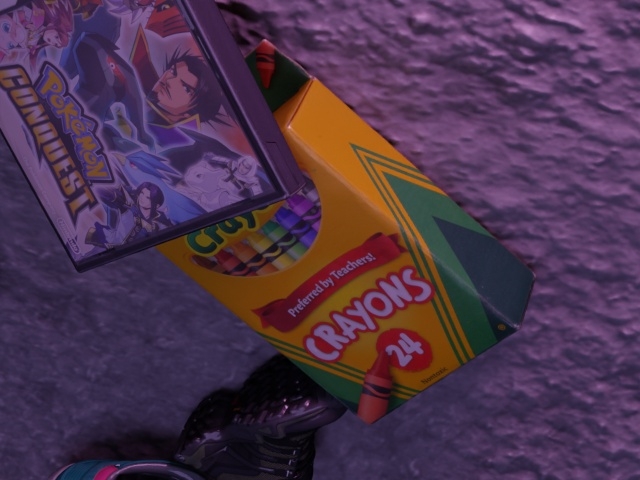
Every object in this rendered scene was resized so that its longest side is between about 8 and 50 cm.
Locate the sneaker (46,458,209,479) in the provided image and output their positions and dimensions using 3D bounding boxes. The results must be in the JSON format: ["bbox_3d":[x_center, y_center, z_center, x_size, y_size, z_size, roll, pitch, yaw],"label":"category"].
[{"bbox_3d":[-0.132,0.316,1.879,0.295,0.124,0.178,39,155,-12],"label":"sneaker"}]

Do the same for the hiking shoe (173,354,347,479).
[{"bbox_3d":[-0.034,0.181,1.785,0.114,0.086,0.227,39,140,-24],"label":"hiking shoe"}]

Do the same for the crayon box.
[{"bbox_3d":[0.000,0.000,1.611,0.318,0.081,0.202,40,131,-14],"label":"crayon box"}]

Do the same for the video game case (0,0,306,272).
[{"bbox_3d":[-0.171,-0.127,1.540,0.248,0.035,0.275,-19,104,36],"label":"video game case"}]
